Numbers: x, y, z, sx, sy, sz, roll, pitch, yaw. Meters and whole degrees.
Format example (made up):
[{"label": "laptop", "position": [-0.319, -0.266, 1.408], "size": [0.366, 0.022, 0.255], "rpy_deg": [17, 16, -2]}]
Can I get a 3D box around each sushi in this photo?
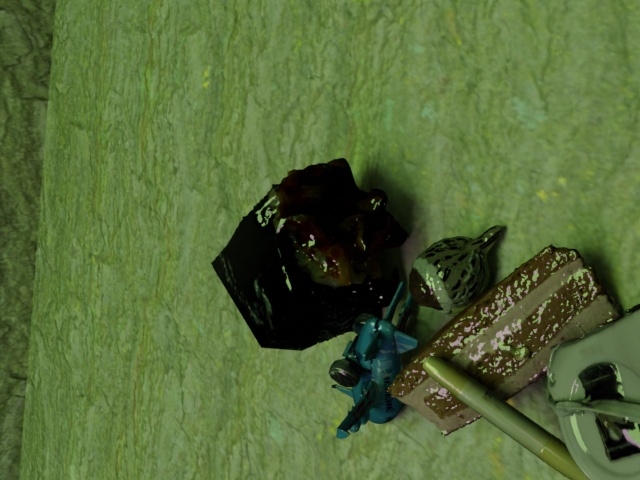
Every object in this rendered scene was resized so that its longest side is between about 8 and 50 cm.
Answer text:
[{"label": "sushi", "position": [-0.001, 0.000, 1.382], "size": [0.215, 0.227, 0.212], "rpy_deg": [54, 127, 32]}]

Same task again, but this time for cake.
[{"label": "cake", "position": [0.217, 0.112, 1.181], "size": [0.116, 0.113, 0.295], "rpy_deg": [47, 127, 1]}]

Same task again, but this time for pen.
[{"label": "pen", "position": [0.217, 0.203, 1.147], "size": [0.233, 0.040, 0.032], "rpy_deg": [36, 110, 11]}]

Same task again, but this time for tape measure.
[{"label": "tape measure", "position": [0.325, 0.167, 1.006], "size": [0.236, 0.120, 0.197], "rpy_deg": [-40, 61, 54]}]

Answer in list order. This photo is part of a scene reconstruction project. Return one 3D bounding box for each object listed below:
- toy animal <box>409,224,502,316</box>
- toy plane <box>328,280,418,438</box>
[{"label": "toy animal", "position": [0.166, 0.033, 1.252], "size": [0.098, 0.098, 0.137], "rpy_deg": [58, 134, 37]}, {"label": "toy plane", "position": [0.072, 0.174, 1.346], "size": [0.105, 0.254, 0.271], "rpy_deg": [25, 147, 9]}]
